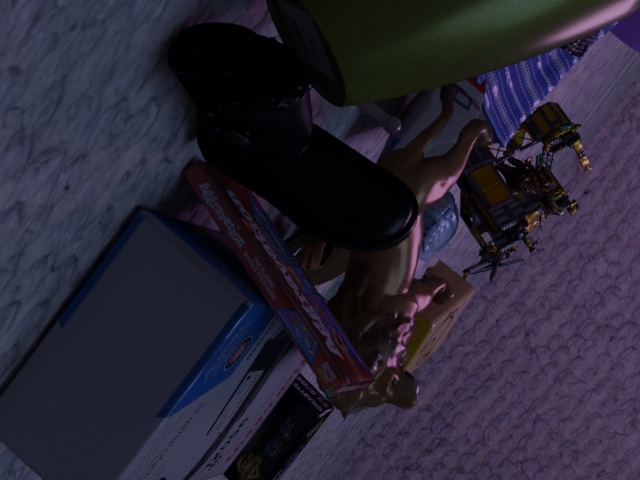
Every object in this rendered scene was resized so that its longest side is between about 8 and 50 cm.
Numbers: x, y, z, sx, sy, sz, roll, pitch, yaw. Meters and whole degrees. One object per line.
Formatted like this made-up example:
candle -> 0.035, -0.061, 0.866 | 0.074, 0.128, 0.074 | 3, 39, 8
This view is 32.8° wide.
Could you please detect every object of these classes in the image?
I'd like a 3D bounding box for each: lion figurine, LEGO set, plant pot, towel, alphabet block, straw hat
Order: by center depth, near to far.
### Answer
plant pot -> 0.106, -0.255, 1.017 | 0.294, 0.274, 0.275 | -33, 161, -10
lion figurine -> 0.088, 0.005, 1.301 | 0.240, 0.142, 0.392 | -21, 119, -59
straw hat -> 0.000, 0.000, 1.601 | 0.144, 0.144, 0.061 | -43, 121, -27
towel -> 0.350, -0.335, 1.701 | 0.336, 0.040, 0.243 | -47, 137, -19
LEGO set -> 0.366, -0.062, 1.901 | 0.255, 0.192, 0.331 | -22, 153, -13
alphabet block -> 0.148, 0.133, 2.105 | 0.197, 0.193, 0.192 | -31, 153, -52

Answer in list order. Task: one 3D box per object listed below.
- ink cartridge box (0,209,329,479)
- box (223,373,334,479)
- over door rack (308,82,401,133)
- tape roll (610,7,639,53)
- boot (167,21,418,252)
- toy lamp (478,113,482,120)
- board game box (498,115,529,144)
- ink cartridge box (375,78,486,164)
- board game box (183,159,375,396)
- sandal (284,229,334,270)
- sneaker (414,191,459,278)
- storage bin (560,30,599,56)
ink cartridge box -> -0.158, 0.141, 1.279 | 0.285, 0.166, 0.395 | -53, 165, 5
box -> -0.102, 0.281, 1.725 | 0.051, 0.175, 0.220 | -20, 150, -57
over door rack -> 0.065, -0.160, 1.338 | 0.239, 0.108, 0.324 | -52, 165, 7
tape roll -> 0.675, -0.446, 2.122 | 0.275, 0.275, 0.090 | -35, 157, -47
boot -> -0.021, -0.090, 1.002 | 0.094, 0.246, 0.207 | -59, 170, -14
toy lamp -> 0.281, -0.233, 1.853 | 0.080, 0.080, 0.274 | -44, 164, -25
board game box -> 0.361, -0.266, 1.943 | 0.092, 0.043, 0.181 | 92, 15, -66
ink cartridge box -> 0.160, -0.165, 1.551 | 0.134, 0.078, 0.231 | -49, -172, 31
board game box -> -0.041, 0.041, 1.174 | 0.027, 0.281, 0.145 | -36, 167, 10
sandal -> 0.000, 0.004, 1.508 | 0.219, 0.060, 0.090 | -30, 180, 14
sneaker -> 0.168, -0.032, 1.935 | 0.150, 0.135, 0.366 | -63, 171, 11
storage bin -> 0.294, -0.332, 1.462 | 0.084, 0.180, 0.122 | -56, 164, 19
